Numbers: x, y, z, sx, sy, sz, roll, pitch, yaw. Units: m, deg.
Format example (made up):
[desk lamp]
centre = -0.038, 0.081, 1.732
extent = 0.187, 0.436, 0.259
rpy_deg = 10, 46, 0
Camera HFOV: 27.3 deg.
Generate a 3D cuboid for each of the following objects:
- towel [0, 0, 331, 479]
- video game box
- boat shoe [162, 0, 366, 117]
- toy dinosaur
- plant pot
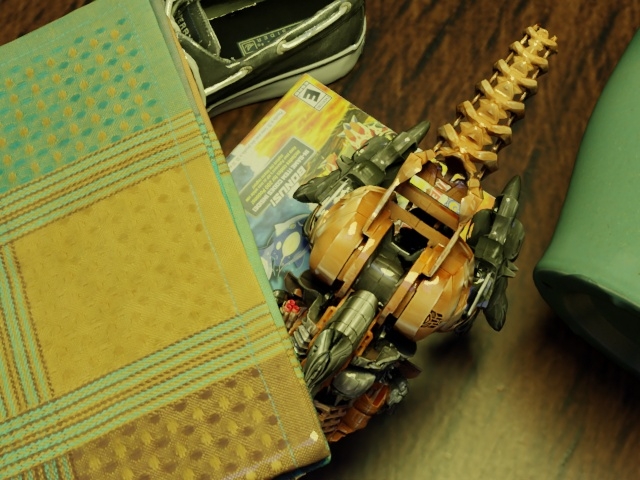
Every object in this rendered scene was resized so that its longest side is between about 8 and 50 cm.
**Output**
[towel]
centre = -0.173, 0.024, 0.783
extent = 0.272, 0.040, 0.370
rpy_deg = -23, 56, -1
[video game box]
centre = 0.000, 0.000, 0.970
extent = 0.187, 0.048, 0.205
rpy_deg = 35, 67, 11
[boat shoe]
centre = -0.104, -0.141, 1.005
extent = 0.306, 0.105, 0.113
rpy_deg = -16, 64, -11
[toy dinosaur]
centre = 0.050, 0.023, 0.807
extent = 0.322, 0.218, 0.164
rpy_deg = -35, 93, 21
[plant pot]
centre = 0.287, -0.026, 0.888
extent = 0.272, 0.271, 0.255
rpy_deg = 34, 80, 14
